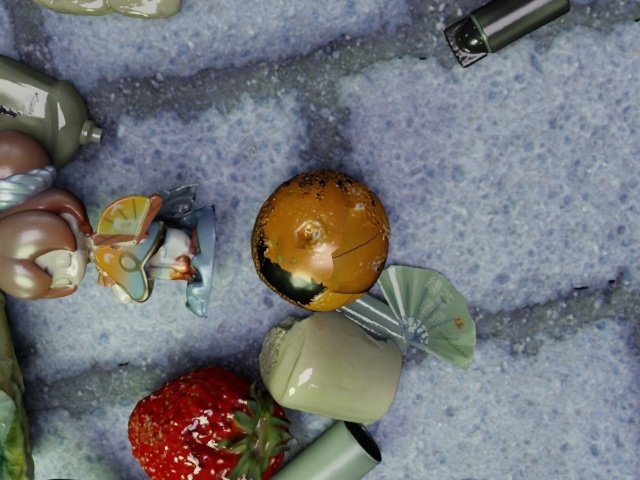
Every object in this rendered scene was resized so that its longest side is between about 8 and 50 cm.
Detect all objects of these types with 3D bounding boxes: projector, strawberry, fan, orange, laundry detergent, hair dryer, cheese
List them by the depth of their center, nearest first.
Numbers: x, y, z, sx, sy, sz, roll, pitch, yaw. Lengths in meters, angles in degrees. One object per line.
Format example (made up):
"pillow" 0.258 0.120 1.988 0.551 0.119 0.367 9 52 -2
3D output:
"cheese" -0.345 -0.437 1.567 0.263 0.093 0.159 5 99 1
"hair dryer" 0.257 -0.431 1.576 0.195 0.078 0.248 -28 91 7
"orange" 0.000 0.000 1.597 0.234 0.182 0.234 -2 77 8
"laundry detergent" -0.485 -0.202 1.620 0.253 0.091 0.181 16 106 -3
"strawberry" -0.204 0.337 1.668 0.277 0.257 0.257 -2 105 37
"fan" 0.189 0.125 1.696 0.240 0.009 0.131 45 75 -8
"projector" -0.047 0.454 1.746 0.337 0.108 0.108 -41 98 9

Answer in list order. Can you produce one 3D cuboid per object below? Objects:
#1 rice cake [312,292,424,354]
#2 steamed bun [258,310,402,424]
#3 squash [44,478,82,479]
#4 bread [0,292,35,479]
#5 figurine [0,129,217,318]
"rice cake" 0.067 0.123 1.705 0.222 0.042 0.080 28 97 -5
"steamed bun" 0.029 0.207 1.661 0.225 0.200 0.170 18 97 -18
"squash" -0.346 0.490 1.704 0.395 0.107 0.107 26 103 -34
"bread" -0.599 0.264 1.604 0.239 0.264 0.395 -9 102 -23
"figurine" -0.369 -0.011 1.577 0.388 0.248 0.276 4 135 -12
